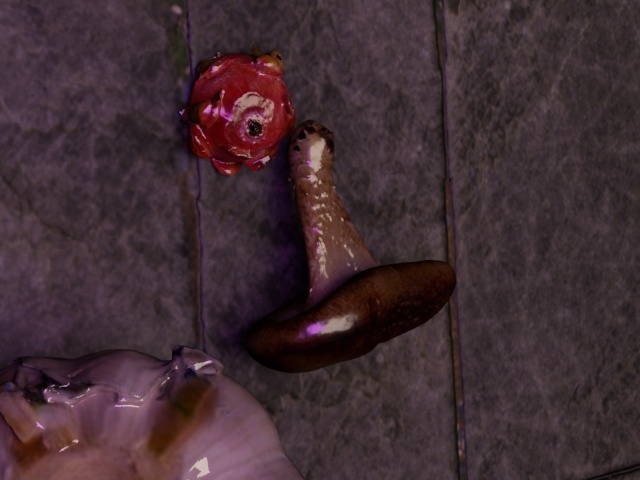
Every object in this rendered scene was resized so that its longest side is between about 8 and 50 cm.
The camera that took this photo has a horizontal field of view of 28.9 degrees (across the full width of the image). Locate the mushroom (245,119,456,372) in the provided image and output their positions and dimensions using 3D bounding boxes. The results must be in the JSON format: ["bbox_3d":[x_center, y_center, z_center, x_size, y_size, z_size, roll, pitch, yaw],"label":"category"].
[{"bbox_3d":[0.000,0.000,1.144,0.227,0.148,0.217,-23,93,-47],"label":"mushroom"}]

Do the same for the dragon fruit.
[{"bbox_3d":[-0.063,-0.118,1.123,0.126,0.068,0.112,-20,105,-37],"label":"dragon fruit"}]

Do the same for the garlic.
[{"bbox_3d":[-0.151,0.235,0.912,0.241,0.322,0.322,18,77,-64],"label":"garlic"}]
